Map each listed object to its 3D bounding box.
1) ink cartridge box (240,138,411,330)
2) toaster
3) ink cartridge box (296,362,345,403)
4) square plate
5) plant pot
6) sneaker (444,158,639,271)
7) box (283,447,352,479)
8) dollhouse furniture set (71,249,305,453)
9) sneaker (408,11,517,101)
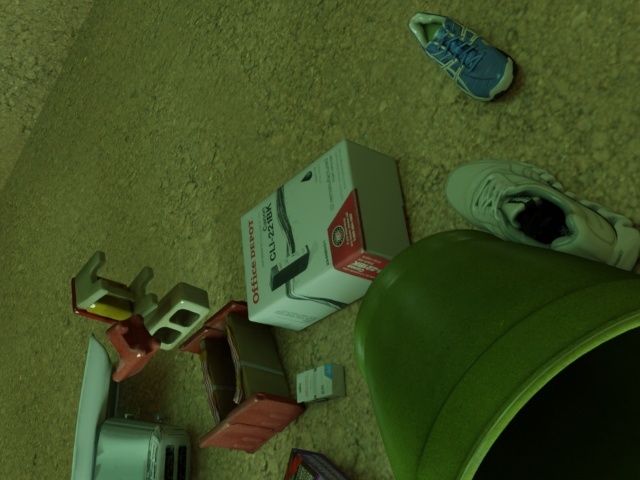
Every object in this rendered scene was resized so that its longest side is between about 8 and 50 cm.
[{"bbox_3d":[0.000,0.000,1.272,0.273,0.114,0.197,-34,52,40],"label":"ink cartridge box"},{"bbox_3d":[-0.324,0.428,1.469,0.146,0.129,0.227,-6,72,25],"label":"toaster"},{"bbox_3d":[0.000,0.224,1.255,0.083,0.028,0.048,-25,58,43],"label":"ink cartridge box"},{"bbox_3d":[-0.446,0.388,1.620,0.344,0.049,0.347,117,156,-70],"label":"square plate"},{"bbox_3d":[0.203,0.153,0.812,0.366,0.366,0.353,-64,27,11],"label":"plant pot"},{"bbox_3d":[0.244,-0.041,0.989,0.292,0.118,0.110,34,104,53],"label":"sneaker"},{"bbox_3d":[-0.026,0.458,1.122,0.201,0.057,0.293,-178,103,-71],"label":"box"},{"bbox_3d":[-0.220,0.187,1.265,0.152,0.374,0.201,-43,45,26],"label":"dollhouse furniture set"},{"bbox_3d":[0.197,-0.265,1.160,0.080,0.081,0.211,-58,42,15],"label":"sneaker"}]
